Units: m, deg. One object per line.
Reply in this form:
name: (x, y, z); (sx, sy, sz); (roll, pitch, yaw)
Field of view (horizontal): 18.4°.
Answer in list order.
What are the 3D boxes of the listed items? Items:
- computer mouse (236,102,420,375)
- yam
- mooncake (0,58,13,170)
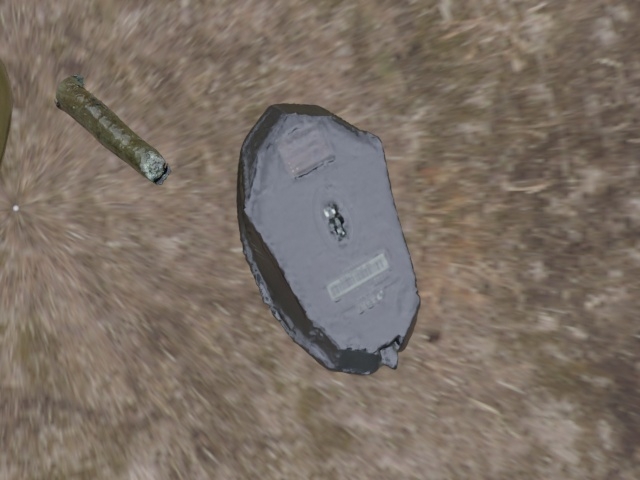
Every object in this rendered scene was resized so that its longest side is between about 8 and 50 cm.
computer mouse: (0.000, 0.000, 1.160); (0.099, 0.057, 0.172); (-28, 102, -28)
yam: (-0.159, -0.087, 1.526); (0.129, 0.027, 0.033); (37, 96, 35)
mooncake: (-0.302, -0.056, 0.800); (0.200, 0.378, 0.378); (31, 85, -42)
